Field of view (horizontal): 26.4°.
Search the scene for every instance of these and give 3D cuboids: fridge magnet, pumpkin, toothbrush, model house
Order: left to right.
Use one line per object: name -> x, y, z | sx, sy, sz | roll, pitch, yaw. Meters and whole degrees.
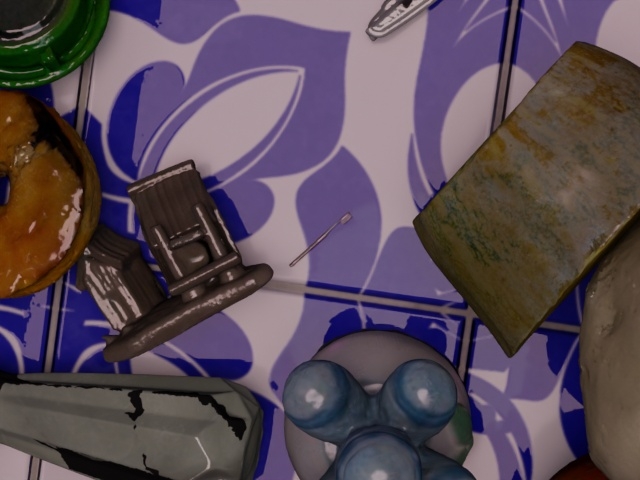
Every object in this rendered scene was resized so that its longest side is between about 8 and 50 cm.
fridge magnet -> -0.352, -0.278, 1.608 | 0.208, 0.088, 0.208 | -1, 74, 3
model house -> -0.183, 0.019, 1.595 | 0.229, 0.122, 0.188 | -28, 84, 12
toothbrush -> 0.000, 0.000, 1.633 | 0.097, 0.006, 0.008 | -41, 92, 5
pumpkin -> 0.243, -0.056, 1.466 | 0.199, 0.332, 0.332 | 38, 95, 10

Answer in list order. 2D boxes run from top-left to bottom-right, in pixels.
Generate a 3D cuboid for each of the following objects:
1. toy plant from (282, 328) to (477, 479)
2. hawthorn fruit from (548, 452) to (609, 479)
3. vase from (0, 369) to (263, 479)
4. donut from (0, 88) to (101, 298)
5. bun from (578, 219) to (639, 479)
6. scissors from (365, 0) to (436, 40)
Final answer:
toy plant -> 0.060, 0.224, 1.475 | 0.247, 0.332, 0.247 | 0, 91, 3
hawthorn fruit -> 0.323, 0.377, 1.502 | 0.298, 0.277, 0.277 | -34, 89, 24
vase -> -0.255, 0.219, 1.597 | 0.360, 0.165, 0.165 | 9, 93, 8
donut -> -0.368, -0.049, 1.582 | 0.253, 0.118, 0.253 | -8, 70, 22
bun -> 0.414, 0.112, 1.349 | 0.234, 0.362, 0.326 | -15, 95, 47
scissors -> 0.150, -0.317, 1.597 | 0.242, 0.030, 0.118 | -41, 88, 1
